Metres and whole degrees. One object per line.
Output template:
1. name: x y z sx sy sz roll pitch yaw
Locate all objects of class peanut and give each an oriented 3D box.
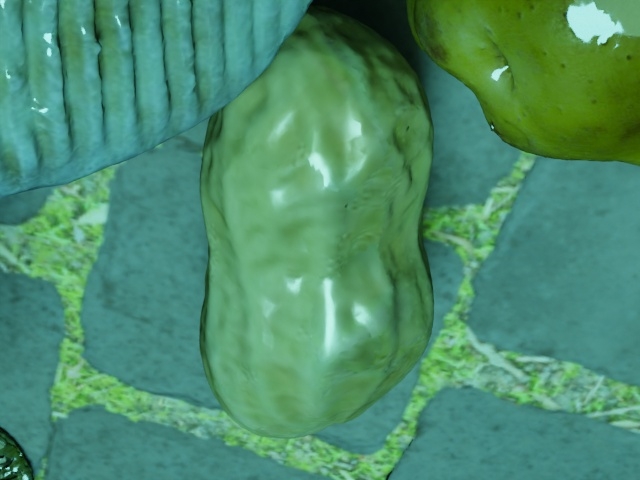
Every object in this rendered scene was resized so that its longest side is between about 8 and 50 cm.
1. peanut: 0.000 0.000 0.907 0.152 0.152 0.313 5 127 1

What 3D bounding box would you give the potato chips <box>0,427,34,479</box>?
1. potato chips: -0.330 0.207 1.144 0.220 0.029 0.202 -40 118 7

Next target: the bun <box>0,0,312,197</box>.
1. bun: -0.157 -0.172 0.704 0.362 0.211 0.362 -24 144 -19

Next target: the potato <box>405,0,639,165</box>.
1. potato: 0.228 -0.132 0.779 0.369 0.176 0.195 -7 102 6
